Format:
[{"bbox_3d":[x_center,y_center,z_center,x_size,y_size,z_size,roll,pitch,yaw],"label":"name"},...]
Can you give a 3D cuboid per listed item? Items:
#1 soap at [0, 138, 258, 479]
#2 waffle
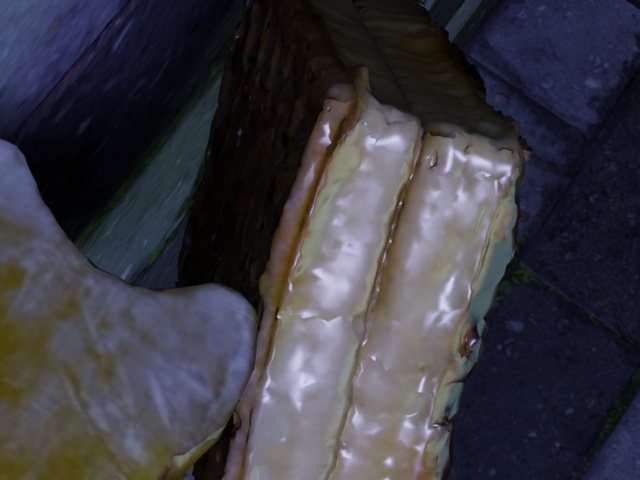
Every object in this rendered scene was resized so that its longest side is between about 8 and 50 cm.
[{"bbox_3d":[-0.172,0.164,0.658,0.293,0.156,0.335,-51,175,-31],"label":"soap"},{"bbox_3d":[-0.001,0.000,0.788,0.308,0.091,0.213,-111,-147,-69],"label":"waffle"}]
